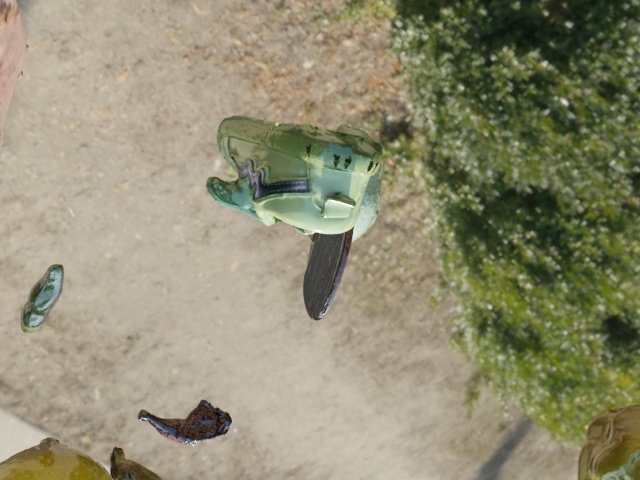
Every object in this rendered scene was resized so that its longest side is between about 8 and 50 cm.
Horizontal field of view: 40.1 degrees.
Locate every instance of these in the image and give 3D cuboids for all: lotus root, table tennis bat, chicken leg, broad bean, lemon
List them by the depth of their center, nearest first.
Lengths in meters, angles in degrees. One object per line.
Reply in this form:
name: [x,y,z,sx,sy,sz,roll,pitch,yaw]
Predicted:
table tennis bat: [0.000,0.000,1.170,0.022,0.301,0.173,14,105,-12]
lemon: [-0.428,0.471,1.376,0.245,0.320,0.245,-3,165,-1]
broad bean: [-0.463,0.112,1.440,0.060,0.043,0.297,-54,-174,-37]
chicken leg: [-0.287,0.392,1.876,0.205,0.093,0.053,-4,172,-33]
lotus root: [-0.411,0.541,1.951,0.191,0.108,0.094,49,53,-22]

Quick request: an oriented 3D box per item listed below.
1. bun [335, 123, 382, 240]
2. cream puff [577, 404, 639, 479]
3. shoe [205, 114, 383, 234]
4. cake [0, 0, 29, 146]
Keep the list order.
bun: [0.051,-0.090,1.502,0.108,0.221,0.221,12,133,-3]
cream puff: [0.487,0.261,1.043,0.257,0.324,0.291,-64,-178,-8]
shoe: [-0.040,-0.077,0.939,0.140,0.262,0.128,24,84,-30]
cake: [-0.495,-0.157,0.899,0.314,0.307,0.293,17,167,-7]
